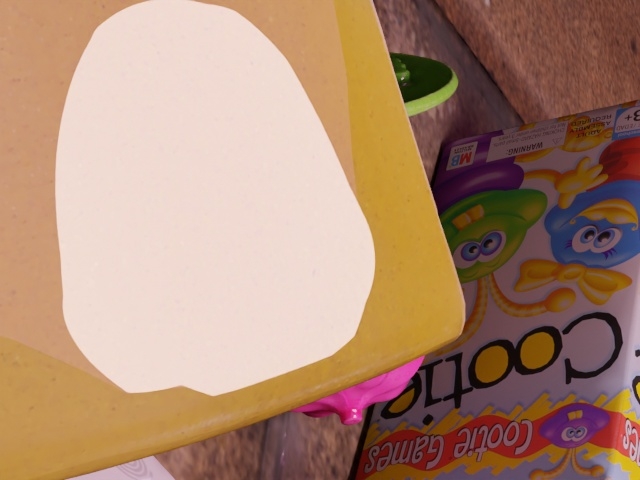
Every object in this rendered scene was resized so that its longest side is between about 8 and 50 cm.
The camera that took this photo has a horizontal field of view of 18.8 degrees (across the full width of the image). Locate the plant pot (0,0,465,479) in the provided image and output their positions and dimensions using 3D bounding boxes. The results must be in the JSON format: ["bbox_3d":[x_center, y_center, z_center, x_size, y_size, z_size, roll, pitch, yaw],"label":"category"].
[{"bbox_3d":[-0.121,-0.030,0.533,0.187,0.212,0.212,-30,108,-42],"label":"plant pot"}]

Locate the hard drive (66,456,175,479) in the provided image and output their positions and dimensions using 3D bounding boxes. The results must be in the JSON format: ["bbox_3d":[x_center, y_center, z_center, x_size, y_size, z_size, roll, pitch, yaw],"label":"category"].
[{"bbox_3d":[-0.078,0.149,0.559,0.203,0.040,0.307,47,16,9],"label":"hard drive"}]

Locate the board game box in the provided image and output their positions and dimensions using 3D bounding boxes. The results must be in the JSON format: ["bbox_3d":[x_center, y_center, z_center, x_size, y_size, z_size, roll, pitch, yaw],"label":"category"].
[{"bbox_3d":[0.131,0.073,1.027,0.142,0.144,0.275,58,33,-34],"label":"board game box"}]

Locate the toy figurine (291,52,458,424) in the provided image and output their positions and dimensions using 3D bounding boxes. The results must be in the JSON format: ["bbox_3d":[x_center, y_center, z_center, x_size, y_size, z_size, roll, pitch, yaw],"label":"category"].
[{"bbox_3d":[0.000,0.000,0.879,0.173,0.130,0.159,-95,180,-72],"label":"toy figurine"}]
